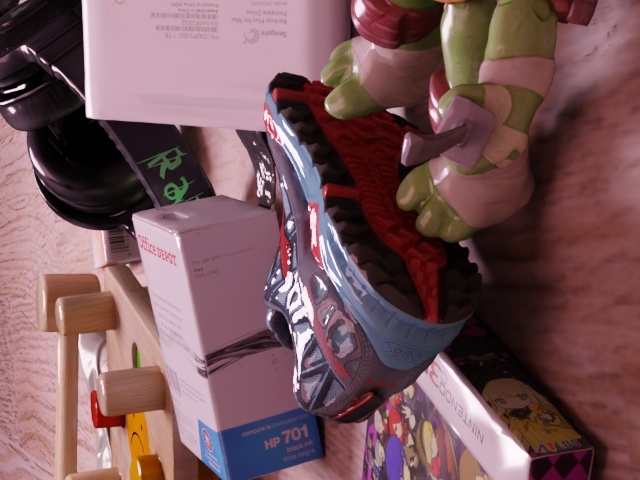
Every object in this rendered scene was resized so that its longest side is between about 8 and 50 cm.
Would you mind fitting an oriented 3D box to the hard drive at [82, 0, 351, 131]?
[{"bbox_3d":[-0.074,-0.231,1.048,0.203,0.040,0.308,6,103,29],"label":"hard drive"}]

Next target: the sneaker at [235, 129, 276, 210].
[{"bbox_3d":[-0.044,-0.111,1.131,0.170,0.051,0.089,71,158,7],"label":"sneaker"}]

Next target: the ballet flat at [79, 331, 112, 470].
[{"bbox_3d":[-0.211,0.172,1.678,0.068,0.072,0.213,-17,78,42],"label":"ballet flat"}]

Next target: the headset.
[{"bbox_3d":[-0.199,-0.138,1.394,0.394,0.185,0.243,38,160,38],"label":"headset"}]

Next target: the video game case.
[{"bbox_3d":[0.076,0.163,0.875,0.210,0.041,0.232,-127,37,-59],"label":"video game case"}]

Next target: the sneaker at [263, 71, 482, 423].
[{"bbox_3d":[0.000,0.000,0.877,0.125,0.104,0.262,-59,22,25],"label":"sneaker"}]

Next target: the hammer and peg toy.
[{"bbox_3d":[-0.168,0.167,1.442,0.361,0.127,0.266,-139,46,-64],"label":"hammer and peg toy"}]

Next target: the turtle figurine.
[{"bbox_3d":[0.018,-0.106,0.697,0.275,0.197,0.266,-58,-18,-26],"label":"turtle figurine"}]

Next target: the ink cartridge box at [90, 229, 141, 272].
[{"bbox_3d":[-0.234,-0.042,1.631,0.179,0.045,0.145,164,98,-66],"label":"ink cartridge box"}]

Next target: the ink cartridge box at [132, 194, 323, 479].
[{"bbox_3d":[-0.072,0.070,1.174,0.139,0.082,0.191,-160,59,-69],"label":"ink cartridge box"}]
